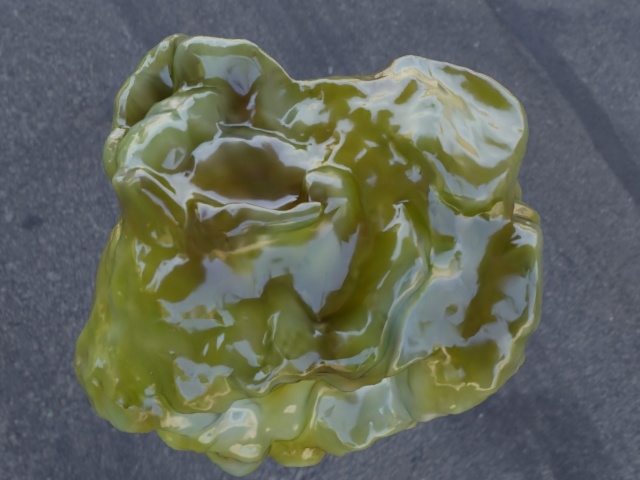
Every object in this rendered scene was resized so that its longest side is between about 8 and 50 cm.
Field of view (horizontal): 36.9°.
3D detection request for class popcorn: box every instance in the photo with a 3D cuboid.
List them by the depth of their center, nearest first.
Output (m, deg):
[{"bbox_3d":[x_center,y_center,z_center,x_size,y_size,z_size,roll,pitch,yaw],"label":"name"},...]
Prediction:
[{"bbox_3d":[-0.004,0.008,0.732,0.334,0.294,0.292,8,49,-15],"label":"popcorn"}]
